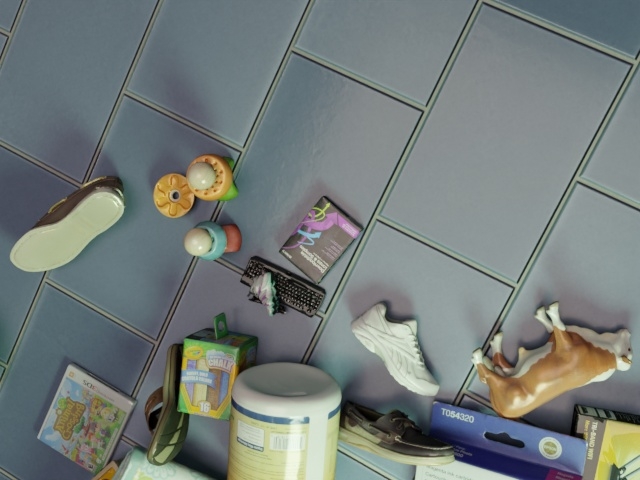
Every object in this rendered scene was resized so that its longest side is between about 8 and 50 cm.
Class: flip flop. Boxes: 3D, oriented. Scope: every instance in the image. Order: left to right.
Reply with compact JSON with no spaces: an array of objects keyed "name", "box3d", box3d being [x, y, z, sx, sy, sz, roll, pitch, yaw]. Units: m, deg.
[{"name":"flip flop","box3d":[-0.345,0.361,1.582,0.080,0.112,0.277,-7,59,14]}]

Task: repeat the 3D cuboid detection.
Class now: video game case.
[{"name":"video game case","box3d":[-0.567,0.434,1.726,0.193,0.023,0.212,27,99,11]}]

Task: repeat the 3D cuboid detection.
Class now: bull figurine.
[{"name":"bull figurine","box3d":[0.460,0.235,1.424,0.310,0.101,0.188,-35,83,12]}]

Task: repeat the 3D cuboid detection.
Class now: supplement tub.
[{"name":"supplement tub","box3d":[-0.079,0.438,1.492,0.229,0.228,0.316,7,101,13]}]

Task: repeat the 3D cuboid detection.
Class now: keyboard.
[{"name":"keyboard","box3d":[-0.091,0.116,1.587,0.192,0.038,0.100,25,98,12]}]

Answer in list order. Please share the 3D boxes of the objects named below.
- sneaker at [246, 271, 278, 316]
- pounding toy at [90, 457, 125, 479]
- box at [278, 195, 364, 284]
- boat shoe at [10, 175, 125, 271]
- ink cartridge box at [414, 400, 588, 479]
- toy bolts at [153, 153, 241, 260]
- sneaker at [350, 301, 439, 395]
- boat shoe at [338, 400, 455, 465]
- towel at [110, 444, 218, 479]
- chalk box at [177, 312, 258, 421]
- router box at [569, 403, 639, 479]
[{"name":"sneaker","box3d":[-0.131,0.123,1.567,0.069,0.038,0.098,-12,69,20]},{"name":"pounding toy","box3d":[-0.498,0.583,1.662,0.130,0.100,0.141,-42,73,3]},{"name":"box","box3d":[0.000,0.000,1.563,0.116,0.029,0.162,40,102,9]},{"name":"boat shoe","box3d":[-0.590,-0.039,1.673,0.324,0.096,0.116,-33,125,17]},{"name":"ink cartridge box","box3d":[0.346,0.525,1.436,0.324,0.071,0.329,8,98,30]},{"name":"toy bolts","box3d":[-0.283,-0.064,1.562,0.218,0.158,0.228,-11,90,14]},{"name":"sneaker","box3d":[0.176,0.224,1.502,0.232,0.090,0.115,45,98,7]},{"name":"boat shoe","box3d":[0.147,0.395,1.473,0.285,0.103,0.092,2,85,44]},{"name":"towel","box3d":[-0.362,0.671,1.604,0.321,0.090,0.374,28,100,-16]},{"name":"chalk box","box3d":[-0.222,0.270,1.578,0.132,0.132,0.212,9,96,14]},{"name":"router box","box3d":[0.609,0.502,1.409,0.243,0.081,0.308,7,94,13]}]
